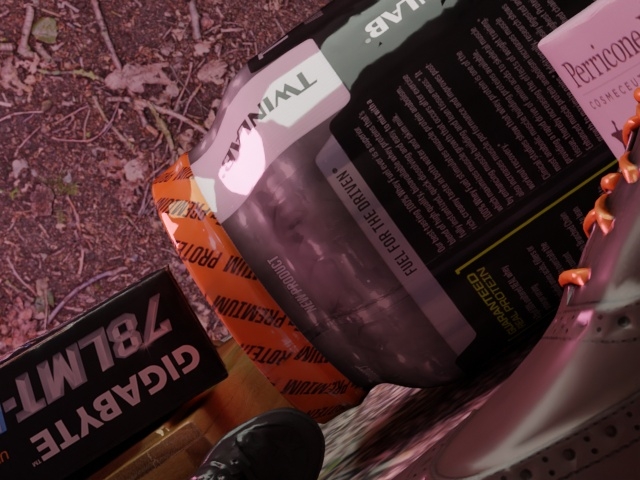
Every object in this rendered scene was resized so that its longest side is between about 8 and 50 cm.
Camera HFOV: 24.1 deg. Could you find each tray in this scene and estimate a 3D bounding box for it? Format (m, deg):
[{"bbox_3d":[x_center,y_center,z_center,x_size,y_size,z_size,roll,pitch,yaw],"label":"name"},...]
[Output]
[{"bbox_3d":[-0.108,0.148,0.900,0.203,0.076,0.411,-35,0,6],"label":"tray"}]

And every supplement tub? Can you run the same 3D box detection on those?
[{"bbox_3d":[0.087,-0.058,0.739,0.316,0.193,0.193,-35,1,4],"label":"supplement tub"}]

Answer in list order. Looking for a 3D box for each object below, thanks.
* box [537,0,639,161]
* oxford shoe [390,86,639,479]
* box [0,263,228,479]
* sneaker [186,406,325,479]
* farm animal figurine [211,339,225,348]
[{"bbox_3d":[0.204,-0.090,0.513,0.182,0.119,0.181,-35,1,-17],"label":"box"},{"bbox_3d":[0.088,0.007,0.351,0.271,0.098,0.097,-35,1,-6],"label":"oxford shoe"},{"bbox_3d":[-0.220,0.127,0.806,0.293,0.073,0.295,-32,3,-21],"label":"box"},{"bbox_3d":[-0.057,0.135,0.632,0.170,0.051,0.089,-40,2,-13],"label":"sneaker"},{"bbox_3d":[0.000,0.000,1.281,0.330,0.172,0.327,-34,1,31],"label":"farm animal figurine"}]
